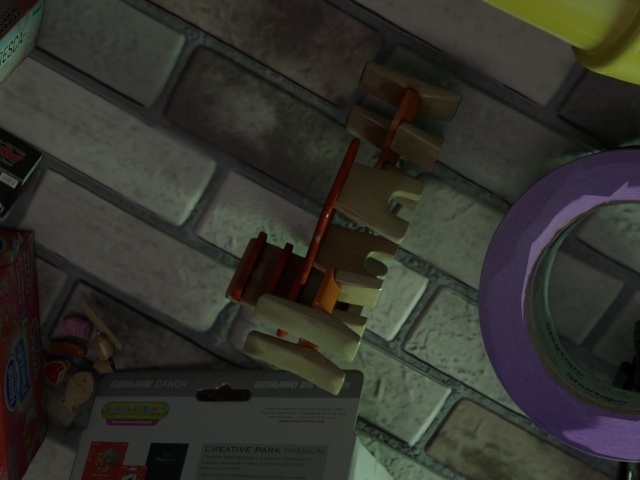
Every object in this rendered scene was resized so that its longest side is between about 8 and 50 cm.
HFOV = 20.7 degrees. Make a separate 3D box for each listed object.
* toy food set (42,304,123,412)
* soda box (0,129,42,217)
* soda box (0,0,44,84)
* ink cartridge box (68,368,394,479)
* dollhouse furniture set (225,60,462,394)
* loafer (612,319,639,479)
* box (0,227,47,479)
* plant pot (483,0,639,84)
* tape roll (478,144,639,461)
[{"bbox_3d":[-0.246,0.117,1.799,0.078,0.019,0.122,49,128,4],"label":"toy food set"},{"bbox_3d":[-0.359,-0.095,1.690,0.169,0.060,0.053,32,122,-7],"label":"soda box"},{"bbox_3d":[-0.309,-0.172,1.564,0.063,0.183,0.058,18,121,4],"label":"soda box"},{"bbox_3d":[-0.095,0.274,1.747,0.309,0.272,0.130,-1,149,22],"label":"ink cartridge box"},{"bbox_3d":[0.000,0.000,1.565,0.135,0.262,0.259,23,152,2],"label":"dollhouse furniture set"},{"bbox_3d":[0.306,0.192,1.683,0.084,0.096,0.268,2,121,19],"label":"loafer"},{"bbox_3d":[-0.361,0.120,1.774,0.128,0.123,0.257,6,120,8],"label":"box"},{"bbox_3d":[0.199,-0.258,1.329,0.239,0.254,0.254,11,122,-12],"label":"plant pot"},{"bbox_3d":[0.283,0.054,1.552,0.274,0.090,0.275,2,97,18],"label":"tape roll"}]
